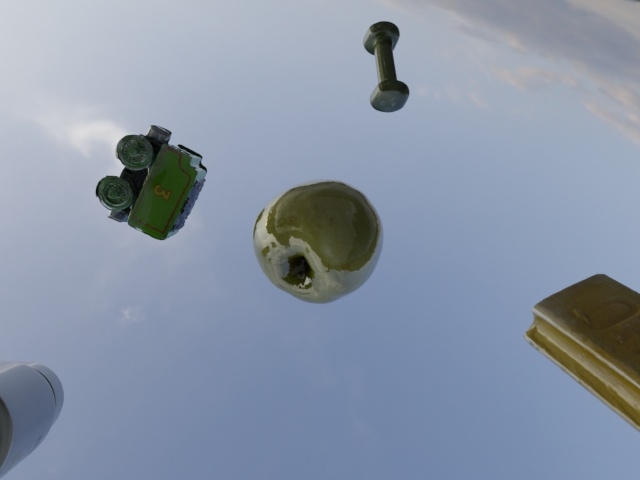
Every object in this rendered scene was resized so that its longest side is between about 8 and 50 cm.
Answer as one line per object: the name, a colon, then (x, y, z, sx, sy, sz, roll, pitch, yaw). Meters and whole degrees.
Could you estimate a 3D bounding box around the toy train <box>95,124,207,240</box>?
toy train: (-0.482, -0.168, 1.358, 0.249, 0.307, 0.173, 27, -173, -5)

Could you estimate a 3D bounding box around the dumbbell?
dumbbell: (0.084, -0.223, 0.597, 0.046, 0.052, 0.117, 3, -112, -15)

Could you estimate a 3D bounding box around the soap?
soap: (0.371, 0.139, 0.522, 0.140, 0.073, 0.232, -19, -142, -21)

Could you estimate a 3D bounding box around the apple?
apple: (0.000, 0.000, 0.947, 0.263, 0.262, 0.262, 13, -139, -11)

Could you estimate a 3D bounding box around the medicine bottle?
medicine bottle: (-0.631, 0.338, 0.879, 0.208, 0.340, 0.208, 2, -98, -13)
